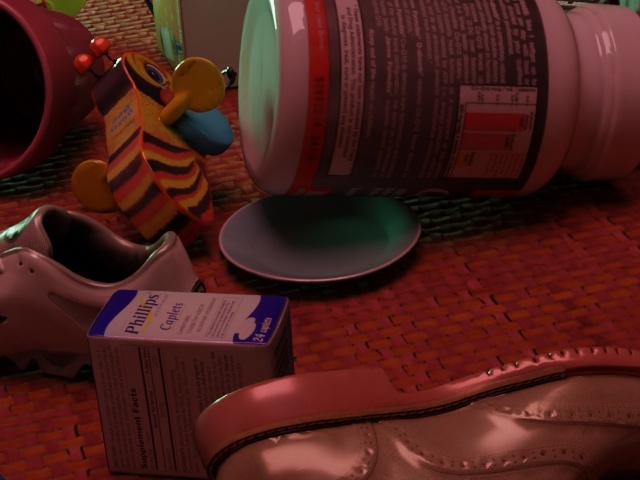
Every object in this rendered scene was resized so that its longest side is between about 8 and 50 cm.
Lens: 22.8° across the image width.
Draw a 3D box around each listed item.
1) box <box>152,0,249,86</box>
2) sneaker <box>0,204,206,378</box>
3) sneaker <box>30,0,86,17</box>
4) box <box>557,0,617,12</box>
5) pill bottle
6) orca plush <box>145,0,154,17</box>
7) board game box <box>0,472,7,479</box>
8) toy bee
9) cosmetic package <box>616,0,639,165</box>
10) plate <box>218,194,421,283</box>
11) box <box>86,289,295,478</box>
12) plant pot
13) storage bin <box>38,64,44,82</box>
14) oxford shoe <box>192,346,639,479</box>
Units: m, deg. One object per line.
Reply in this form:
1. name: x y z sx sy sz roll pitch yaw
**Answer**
1. box: -0.138 -0.267 1.872 0.091 0.130 0.170 -11 28 -14
2. sneaker: -0.252 0.032 1.319 0.330 0.146 0.122 0 30 11
3. sneaker: -0.386 -0.274 1.989 0.208 0.081 0.094 -20 38 -14
4. box: 0.241 -0.296 1.954 0.231 0.056 0.183 6 30 18
5. pill bottle: 0.116 -0.144 1.499 0.362 0.210 0.210 1 27 -14
6. orca plush: -0.101 -0.360 2.070 0.287 0.102 0.151 -19 31 -25
7. board game box: -0.310 0.186 1.149 0.136 0.035 0.201 -23 33 -30
8. toy bee: -0.180 -0.114 1.560 0.195 0.162 0.298 -51 23 6
9. cosmetic package: 0.409 -0.277 1.715 0.161 0.230 0.453 1 29 8
10. plate: 0.000 0.000 1.469 0.188 0.024 0.188 -3 27 1
11. box: -0.091 0.106 1.173 0.137 0.126 0.072 2 30 11
12. plant pot: -0.326 -0.172 1.676 0.201 0.201 0.180 7 15 20
13. storage bin: -0.371 -0.219 1.865 0.135 0.098 0.091 -12 19 -14
14. oxford shoe: 0.118 0.167 1.074 0.396 0.140 0.147 -5 59 -12
